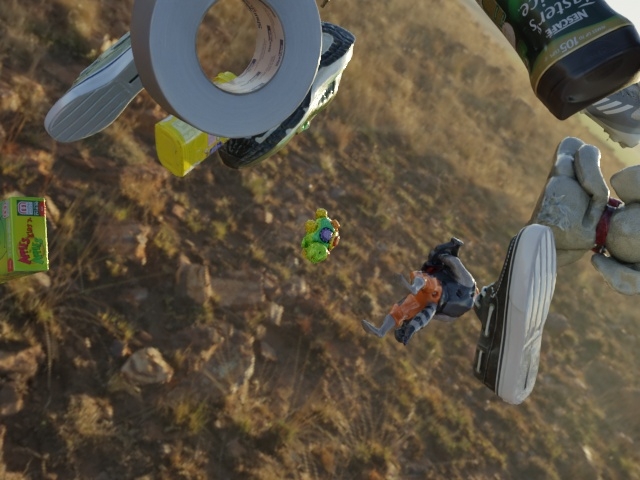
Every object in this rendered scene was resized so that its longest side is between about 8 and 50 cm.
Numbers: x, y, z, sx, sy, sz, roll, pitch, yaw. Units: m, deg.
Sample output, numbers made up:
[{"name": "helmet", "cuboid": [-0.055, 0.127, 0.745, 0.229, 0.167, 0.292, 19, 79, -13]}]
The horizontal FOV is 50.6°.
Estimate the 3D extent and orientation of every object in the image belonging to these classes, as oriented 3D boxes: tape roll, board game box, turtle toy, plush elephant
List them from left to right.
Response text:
[{"name": "board game box", "cuboid": [-0.416, 0.005, 0.888, 0.043, 0.181, 0.092, 0, 82, -44]}, {"name": "tape roll", "cuboid": [-0.108, -0.235, 0.800, 0.219, 0.219, 0.072, 20, 7, -38]}, {"name": "turtle toy", "cuboid": [0.000, 0.000, 1.418, 0.066, 0.095, 0.130, 19, 39, 17]}, {"name": "plush elephant", "cuboid": [0.566, -0.041, 1.363, 0.255, 0.271, 0.330, 21, 16, 12]}]

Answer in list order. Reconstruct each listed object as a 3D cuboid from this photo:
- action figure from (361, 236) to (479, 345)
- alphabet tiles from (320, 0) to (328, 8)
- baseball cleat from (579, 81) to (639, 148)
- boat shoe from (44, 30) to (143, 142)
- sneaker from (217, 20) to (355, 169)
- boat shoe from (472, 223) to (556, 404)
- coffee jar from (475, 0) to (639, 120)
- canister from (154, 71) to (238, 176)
[{"name": "action figure", "cuboid": [0.268, 0.177, 1.685, 0.330, 0.341, 0.178, -9, 39, -37]}, {"name": "alphabet tiles", "cuboid": [0.061, -0.498, 1.182, 0.009, 0.198, 0.237, 32, -11, -11]}, {"name": "baseball cleat", "cuboid": [0.453, -0.229, 1.061, 0.206, 0.109, 0.072, 28, 26, -29]}, {"name": "boat shoe", "cuboid": [-0.454, -0.325, 1.424, 0.094, 0.302, 0.109, 48, -5, 34]}, {"name": "sneaker", "cuboid": [-0.055, -0.268, 1.413, 0.158, 0.182, 0.410, 27, 62, 21]}, {"name": "boat shoe", "cuboid": [0.314, 0.124, 1.155, 0.119, 0.335, 0.121, 21, 28, 37]}, {"name": "coffee jar", "cuboid": [0.212, -0.205, 0.620, 0.184, 0.096, 0.079, 64, 7, 19]}, {"name": "canister", "cuboid": [-0.206, -0.202, 1.190, 0.073, 0.126, 0.170, 38, 60, 13]}]
